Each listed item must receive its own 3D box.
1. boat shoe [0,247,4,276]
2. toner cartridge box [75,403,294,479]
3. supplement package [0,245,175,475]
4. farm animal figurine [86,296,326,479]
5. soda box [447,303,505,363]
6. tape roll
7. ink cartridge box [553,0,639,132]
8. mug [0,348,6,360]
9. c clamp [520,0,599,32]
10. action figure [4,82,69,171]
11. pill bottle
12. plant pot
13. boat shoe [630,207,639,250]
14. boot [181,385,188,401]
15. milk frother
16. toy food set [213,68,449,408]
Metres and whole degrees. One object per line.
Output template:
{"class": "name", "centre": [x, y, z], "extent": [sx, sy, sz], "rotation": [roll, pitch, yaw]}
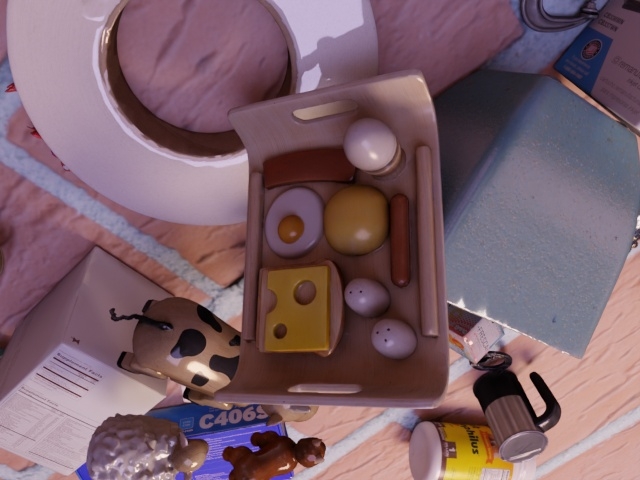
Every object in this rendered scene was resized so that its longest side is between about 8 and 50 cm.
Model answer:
{"class": "boat shoe", "centre": [-0.548, 0.036, 0.744], "extent": [0.302, 0.109, 0.098], "rotation": [-4, 164, -6]}
{"class": "toner cartridge box", "centre": [-0.230, 0.365, 1.019], "extent": [0.348, 0.075, 0.165], "rotation": [-9, 124, -2]}
{"class": "supplement package", "centre": [-0.320, 0.160, 0.792], "extent": [0.203, 0.194, 0.149], "rotation": [-40, 121, 19]}
{"class": "farm animal figurine", "centre": [-0.080, 0.136, 0.699], "extent": [0.326, 0.330, 0.172], "rotation": [18, 162, -35]}
{"class": "soda box", "centre": [0.161, 0.094, 0.818], "extent": [0.063, 0.183, 0.058], "rotation": [-41, 125, -14]}
{"class": "tape roll", "centre": [-0.131, -0.195, 0.648], "extent": [0.392, 0.072, 0.392], "rotation": [-3, 125, -5]}
{"class": "ink cartridge box", "centre": [0.450, -0.219, 0.633], "extent": [0.197, 0.198, 0.270], "rotation": [27, 116, -23]}
{"class": "mug", "centre": [-0.469, 0.219, 0.867], "extent": [0.097, 0.158, 0.129], "rotation": [-39, 96, 15]}
{"class": "c clamp", "centre": [0.299, -0.310, 0.656], "extent": [0.137, 0.022, 0.161], "rotation": [4, 123, -11]}
{"class": "action figure", "centre": [-0.324, -0.130, 0.688], "extent": [0.030, 0.038, 0.115], "rotation": [-35, 123, -10]}
{"class": "pill bottle", "centre": [0.281, 0.401, 1.087], "extent": [0.215, 0.117, 0.117], "rotation": [9, 123, -14]}
{"class": "plant pot", "centre": [0.214, -0.056, 0.698], "extent": [0.248, 0.247, 0.252], "rotation": [24, 100, -22]}
{"class": "boat shoe", "centre": [0.446, -0.018, 0.857], "extent": [0.183, 0.065, 0.083], "rotation": [-29, 125, 20]}
{"class": "boot", "centre": [-0.175, 0.185, 0.900], "extent": [0.086, 0.069, 0.190], "rotation": [-6, 144, -11]}
{"class": "milk frother", "centre": [0.310, 0.272, 0.991], "extent": [0.143, 0.135, 0.129], "rotation": [25, 117, -22]}
{"class": "toy food set", "centre": [0.000, 0.000, 0.562], "extent": [0.219, 0.306, 0.092], "rotation": [-6, 163, 24]}
